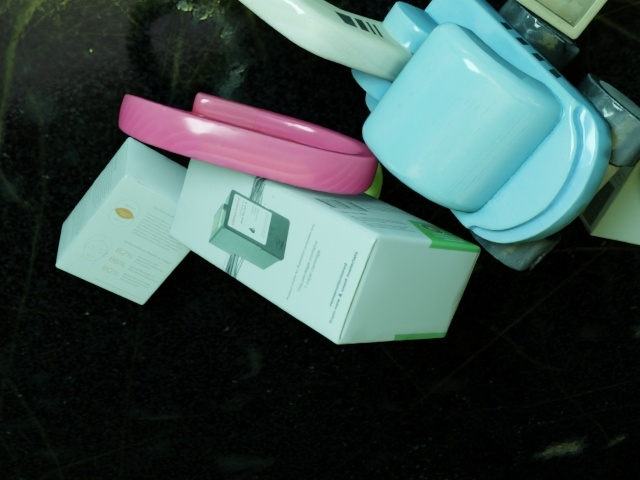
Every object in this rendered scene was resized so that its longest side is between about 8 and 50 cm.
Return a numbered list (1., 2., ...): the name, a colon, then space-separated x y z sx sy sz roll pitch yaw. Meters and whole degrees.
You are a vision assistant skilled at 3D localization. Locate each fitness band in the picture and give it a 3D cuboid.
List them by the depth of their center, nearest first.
1. fitness band: -0.078 -0.112 0.908 0.291 0.209 0.054 13 105 -7

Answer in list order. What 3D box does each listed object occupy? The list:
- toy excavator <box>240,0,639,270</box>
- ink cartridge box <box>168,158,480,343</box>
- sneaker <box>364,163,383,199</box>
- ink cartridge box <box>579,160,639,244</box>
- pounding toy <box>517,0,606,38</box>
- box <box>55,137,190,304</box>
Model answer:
1. toy excavator: 0.091 -0.187 0.864 0.445 0.433 0.222 3 134 -50
2. ink cartridge box: 0.000 0.000 0.934 0.211 0.289 0.121 5 108 -49
3. sneaker: 0.033 -0.021 1.093 0.082 0.094 0.208 11 124 -17
4. ink cartridge box: 0.537 -0.107 1.145 0.239 0.060 0.275 10 126 -17
5. pounding toy: 0.287 -0.321 0.912 0.130 0.100 0.141 30 116 -13
6. box: -0.237 -0.022 1.042 0.130 0.091 0.170 30 118 -29
